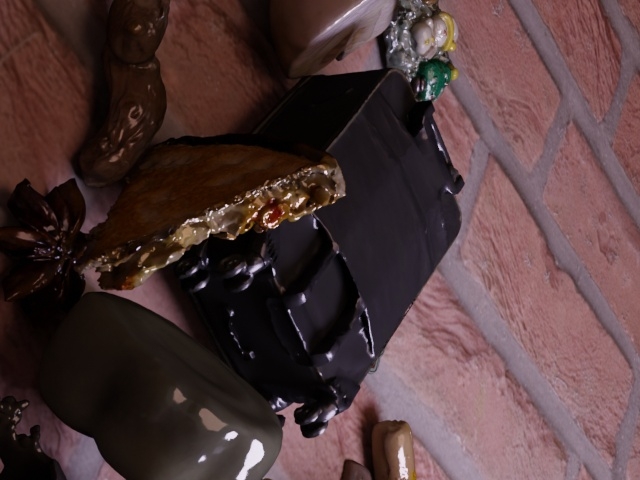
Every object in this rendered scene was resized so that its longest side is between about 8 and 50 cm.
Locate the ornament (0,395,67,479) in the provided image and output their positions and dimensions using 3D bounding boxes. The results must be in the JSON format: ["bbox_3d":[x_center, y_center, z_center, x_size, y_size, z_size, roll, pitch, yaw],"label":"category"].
[{"bbox_3d":[-0.331,0.275,1.408,0.251,0.106,0.260,-31,92,-20],"label":"ornament"}]

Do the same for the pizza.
[{"bbox_3d":[-0.102,-0.033,1.611,0.287,0.251,0.074,-64,141,-55],"label":"pizza"}]

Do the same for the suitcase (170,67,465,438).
[{"bbox_3d":[0.000,0.000,1.842,0.434,0.194,0.283,-52,128,-40],"label":"suitcase"}]

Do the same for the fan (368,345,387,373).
[{"bbox_3d":[0.038,0.083,2.054,0.220,0.009,0.132,45,50,-45],"label":"fan"}]

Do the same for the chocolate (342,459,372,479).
[{"bbox_3d":[0.051,0.340,2.041,0.064,0.031,0.100,44,53,-50],"label":"chocolate"}]

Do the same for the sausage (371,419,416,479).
[{"bbox_3d":[0.113,0.385,2.097,0.066,0.066,0.301,-23,106,-53],"label":"sausage"}]

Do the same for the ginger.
[{"bbox_3d":[-0.193,-0.193,1.667,0.084,0.122,0.290,12,87,-13],"label":"ginger"}]

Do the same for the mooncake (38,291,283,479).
[{"bbox_3d":[-0.164,0.166,1.561,0.135,0.275,0.275,-51,137,0],"label":"mooncake"}]

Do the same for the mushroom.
[{"bbox_3d":[-0.010,-0.309,1.925,0.162,0.173,0.236,57,-6,8],"label":"mushroom"}]

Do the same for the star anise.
[{"bbox_3d":[-0.274,0.009,1.576,0.168,0.057,0.167,4,85,-53],"label":"star anise"}]

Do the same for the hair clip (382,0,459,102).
[{"bbox_3d":[0.129,-0.331,2.133,0.138,0.091,0.321,-37,117,-46],"label":"hair clip"}]

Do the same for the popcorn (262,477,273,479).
[{"bbox_3d":[-0.063,0.351,1.761,0.180,0.180,0.170,58,40,-35],"label":"popcorn"}]
